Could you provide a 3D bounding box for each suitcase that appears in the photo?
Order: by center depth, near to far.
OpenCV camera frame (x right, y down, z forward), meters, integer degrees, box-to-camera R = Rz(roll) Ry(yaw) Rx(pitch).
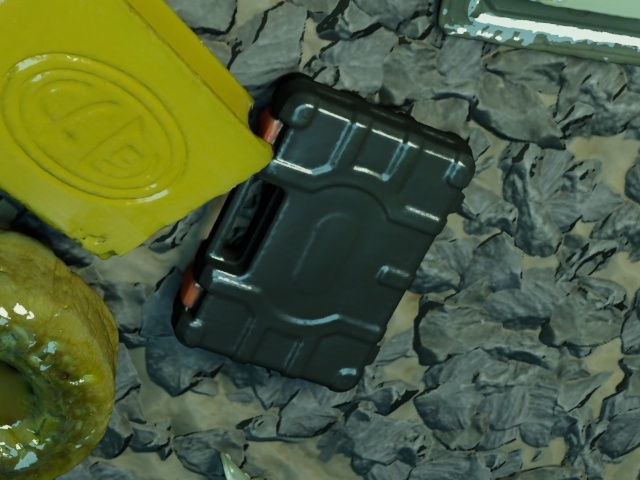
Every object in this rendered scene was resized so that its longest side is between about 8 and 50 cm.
[{"bbox_3d":[0.000,0.000,1.269,0.206,0.066,0.286,20,113,-20],"label":"suitcase"}]

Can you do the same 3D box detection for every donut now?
[{"bbox_3d":[-0.299,0.109,1.235,0.208,0.128,0.261,-35,124,9],"label":"donut"}]

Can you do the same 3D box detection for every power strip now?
[{"bbox_3d":[0.252,-0.267,1.154,0.251,0.092,0.257,2,122,-16],"label":"power strip"}]

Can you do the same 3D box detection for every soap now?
[{"bbox_3d":[-0.197,-0.117,1.085,0.204,0.096,0.324,-32,144,11],"label":"soap"}]

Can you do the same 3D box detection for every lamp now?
[{"bbox_3d":[-0.153,0.304,1.420,0.198,0.050,0.056,-42,120,11],"label":"lamp"}]
